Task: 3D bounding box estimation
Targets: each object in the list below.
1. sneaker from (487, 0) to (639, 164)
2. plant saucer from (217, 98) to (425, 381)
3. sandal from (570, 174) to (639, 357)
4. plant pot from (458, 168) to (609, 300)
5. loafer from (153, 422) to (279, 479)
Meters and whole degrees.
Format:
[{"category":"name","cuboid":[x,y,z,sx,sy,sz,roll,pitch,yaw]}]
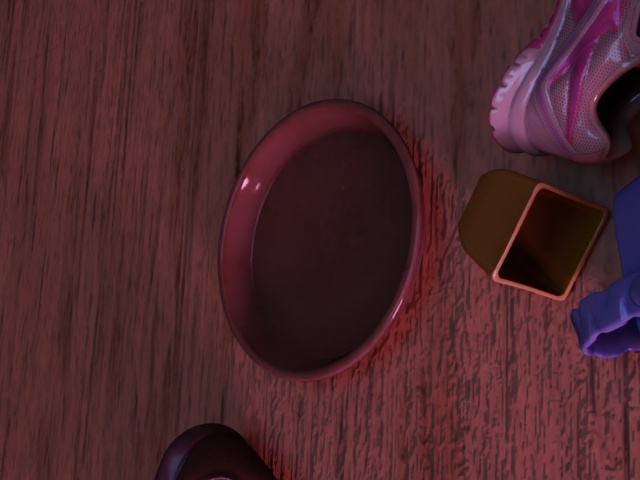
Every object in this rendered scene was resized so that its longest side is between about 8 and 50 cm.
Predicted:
[{"category":"sneaker","cuboid":[0.229,-0.163,0.699,0.111,0.103,0.252,35,113,40]},{"category":"plant saucer","cuboid":[0.000,0.000,0.929,0.278,0.041,0.277,-13,71,44]},{"category":"sandal","cuboid":[0.251,-0.020,0.623,0.138,0.126,0.317,19,93,50]},{"category":"plant pot","cuboid":[0.157,-0.013,0.746,0.083,0.081,0.081,42,111,55]},{"category":"loafer","cuboid":[-0.125,0.365,0.902,0.130,0.134,0.365,11,89,47]}]
